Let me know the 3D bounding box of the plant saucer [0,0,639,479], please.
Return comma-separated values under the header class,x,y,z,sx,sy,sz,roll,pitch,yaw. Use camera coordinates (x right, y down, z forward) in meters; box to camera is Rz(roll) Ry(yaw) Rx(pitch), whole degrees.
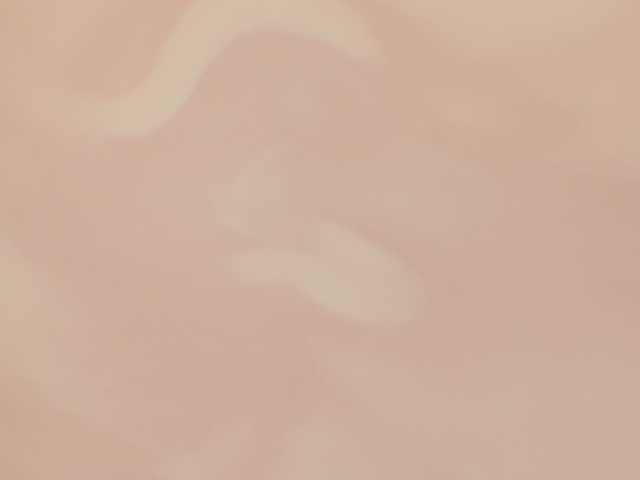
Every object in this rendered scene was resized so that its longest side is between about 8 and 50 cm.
class,x,y,z,sx,sy,sz,roll,pitch,yaw
plant saucer,0.000,0.000,0.314,0.332,0.332,0.084,-32,23,24
